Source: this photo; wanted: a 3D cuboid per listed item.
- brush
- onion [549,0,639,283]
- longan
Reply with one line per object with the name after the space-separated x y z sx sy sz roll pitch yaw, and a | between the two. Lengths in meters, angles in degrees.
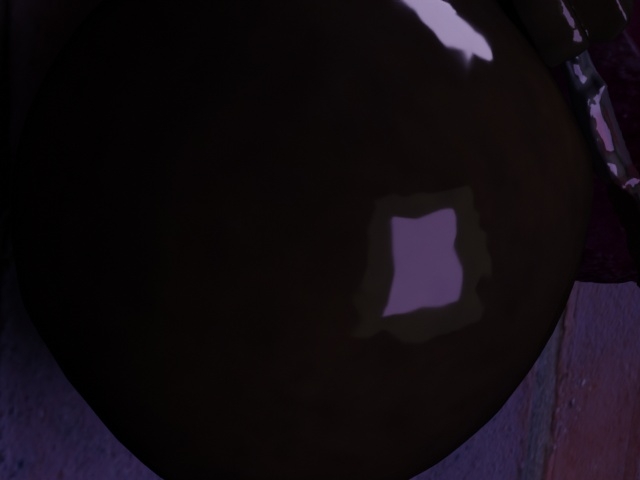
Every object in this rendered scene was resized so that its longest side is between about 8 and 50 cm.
0.143 -0.089 0.955 0.071 0.084 0.301 -29 107 -14 | brush
0.164 -0.081 1.058 0.159 0.349 0.267 -19 110 -27 | onion
-0.009 -0.015 0.898 0.297 0.297 0.297 -24 122 -44 | longan
